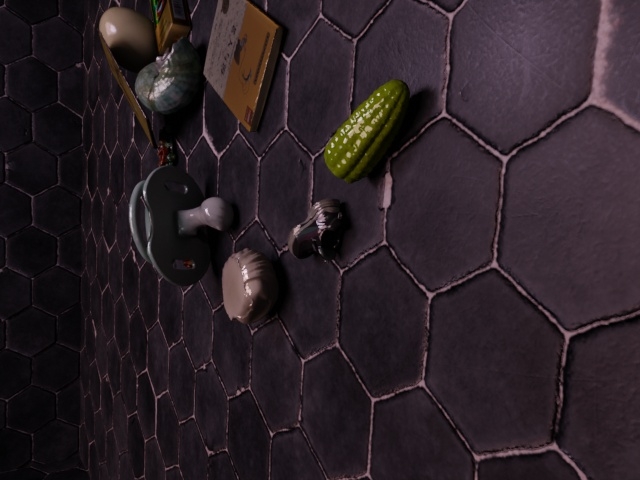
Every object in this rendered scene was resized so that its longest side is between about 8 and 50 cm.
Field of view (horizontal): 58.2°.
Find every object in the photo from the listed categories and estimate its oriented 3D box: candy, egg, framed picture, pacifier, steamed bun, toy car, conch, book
[{"bbox_3d":[0.086,-0.192,0.994,0.209,0.097,0.096,-51,50,41],"label":"candy"},{"bbox_3d":[-0.638,-0.678,1.949,0.186,0.242,0.185,-20,51,27],"label":"egg"},{"bbox_3d":[-0.625,-0.483,1.872,0.338,0.014,0.255,60,165,5],"label":"framed picture"},{"bbox_3d":[-0.362,-0.054,1.570,0.269,0.288,0.343,-15,81,29],"label":"pacifier"},{"bbox_3d":[-0.161,0.106,1.362,0.183,0.106,0.182,-4,86,60],"label":"steamed bun"},{"bbox_3d":[-0.520,-0.316,1.937,0.073,0.054,0.143,-24,70,57],"label":"toy car"},{"bbox_3d":[-0.461,-0.487,1.754,0.277,0.196,0.220,131,152,-75],"label":"conch"},{"bbox_3d":[-0.213,-0.484,1.490,0.389,0.032,0.268,52,132,44],"label":"book"}]

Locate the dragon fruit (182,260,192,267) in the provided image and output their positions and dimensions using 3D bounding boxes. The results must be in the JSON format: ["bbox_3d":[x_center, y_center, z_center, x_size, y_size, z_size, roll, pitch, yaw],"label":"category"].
[{"bbox_3d":[-0.396,0.018,1.746,0.112,0.068,0.126,109,148,-76],"label":"dragon fruit"}]

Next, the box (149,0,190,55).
[{"bbox_3d":[-0.491,-0.741,1.869,0.159,0.071,0.240,-41,57,52],"label":"box"}]

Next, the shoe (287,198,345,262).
[{"bbox_3d":[0.000,0.000,1.151,0.169,0.071,0.099,-53,51,38],"label":"shoe"}]
